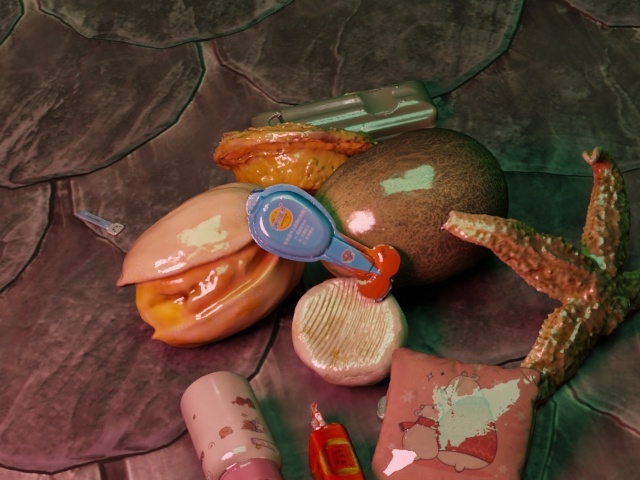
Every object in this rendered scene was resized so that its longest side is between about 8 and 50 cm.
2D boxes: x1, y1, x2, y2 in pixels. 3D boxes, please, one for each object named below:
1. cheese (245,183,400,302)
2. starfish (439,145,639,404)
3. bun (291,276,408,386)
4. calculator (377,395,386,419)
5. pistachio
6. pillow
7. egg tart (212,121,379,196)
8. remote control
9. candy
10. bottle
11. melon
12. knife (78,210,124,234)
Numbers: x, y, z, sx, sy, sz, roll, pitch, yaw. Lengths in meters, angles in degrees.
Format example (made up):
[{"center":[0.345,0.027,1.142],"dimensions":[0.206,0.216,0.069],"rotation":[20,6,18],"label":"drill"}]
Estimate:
[{"center":[0.000,0.000,1.952],"dimensions":[0.256,0.037,0.106],"rotation":[29,87,3],"label":"cheese"},{"center":[0.356,0.049,1.962],"dimensions":[0.432,0.082,0.324],"rotation":[-31,93,-27],"label":"starfish"},{"center":[0.043,0.145,1.975],"dimensions":[0.183,0.102,0.183],"rotation":[-2,59,3],"label":"bun"},{"center":[0.156,0.256,1.907],"dimensions":[0.153,0.021,0.095],"rotation":[13,46,14],"label":"calculator"},{"center":[-0.159,0.034,2.049],"dimensions":[0.309,0.230,0.230],"rotation":[-34,50,-17],"label":"pistachio"},{"center":[0.188,0.269,1.822],"dimensions":[0.236,0.084,0.223],"rotation":[10,69,19],"label":"pillow"},{"center":[-0.036,-0.125,2.204],"dimensions":[0.288,0.288,0.118],"rotation":[-4,80,2],"label":"egg tart"},{"center":[0.043,-0.223,2.392],"dimensions":[0.335,0.065,0.128],"rotation":[-13,41,-8],"label":"remote control"},{"center":[0.028,0.330,1.795],"dimensions":[0.059,0.086,0.292],"rotation":[-6,41,-15],"label":"candy"},{"center":[-0.115,0.298,1.829],"dimensions":[0.110,0.110,0.233],"rotation":[-17,45,-12],"label":"bottle"},{"center":[0.140,-0.046,2.068],"dimensions":[0.329,0.248,0.248],"rotation":[-21,45,-7],"label":"melon"},{"center":[-0.385,-0.033,2.276],"dimensions":[0.096,0.010,0.027],"rotation":[22,49,26],"label":"knife"}]
